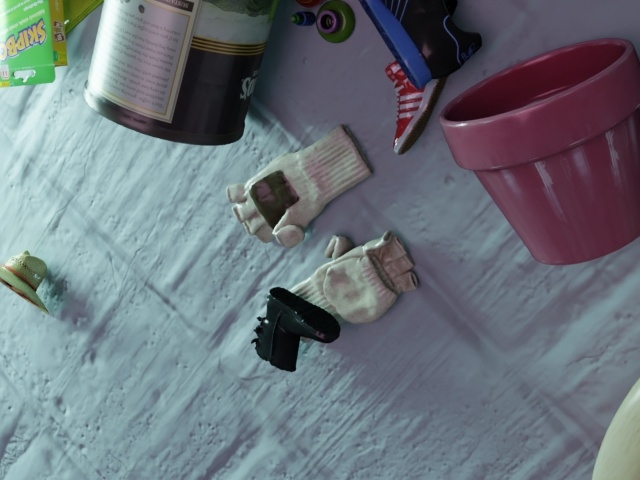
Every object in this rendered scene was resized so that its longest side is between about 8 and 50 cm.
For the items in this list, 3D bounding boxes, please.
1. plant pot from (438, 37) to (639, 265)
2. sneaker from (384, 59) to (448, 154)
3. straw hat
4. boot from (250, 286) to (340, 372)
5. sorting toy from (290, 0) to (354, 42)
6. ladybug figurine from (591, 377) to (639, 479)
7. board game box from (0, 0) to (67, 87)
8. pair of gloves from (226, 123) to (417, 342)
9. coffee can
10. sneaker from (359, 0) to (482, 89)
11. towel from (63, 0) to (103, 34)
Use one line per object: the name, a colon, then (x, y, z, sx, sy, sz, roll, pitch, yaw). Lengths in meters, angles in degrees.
plant pot: (0.246, -0.083, 0.992, 0.201, 0.201, 0.180, -15, 110, 32)
sneaker: (0.097, -0.163, 1.131, 0.067, 0.042, 0.118, 31, 108, 16)
straw hat: (-0.450, 0.048, 1.480, 0.144, 0.144, 0.061, 30, 74, 20)
boot: (-0.033, 0.125, 1.249, 0.121, 0.045, 0.099, 31, 123, 27)
sorting toy: (-0.008, -0.278, 1.163, 0.061, 0.042, 0.102, -38, 83, 31)
ladybug figurine: (0.449, 0.218, 0.954, 0.305, 0.162, 0.449, 42, 118, 16)
board game box: (-0.415, -0.347, 1.362, 0.124, 0.039, 0.259, 1, 95, 31)
pair of gloves: (0.000, 0.000, 1.228, 0.204, 0.042, 0.240, -24, 91, 32)
coffee can: (-0.154, -0.277, 1.153, 0.201, 0.201, 0.275, 28, 114, 21)
sneaker: (0.092, -0.281, 1.093, 0.090, 0.081, 0.232, -30, 76, 3)
towel: (-0.365, -0.347, 1.363, 0.237, 0.021, 0.102, -30, 87, 32)
